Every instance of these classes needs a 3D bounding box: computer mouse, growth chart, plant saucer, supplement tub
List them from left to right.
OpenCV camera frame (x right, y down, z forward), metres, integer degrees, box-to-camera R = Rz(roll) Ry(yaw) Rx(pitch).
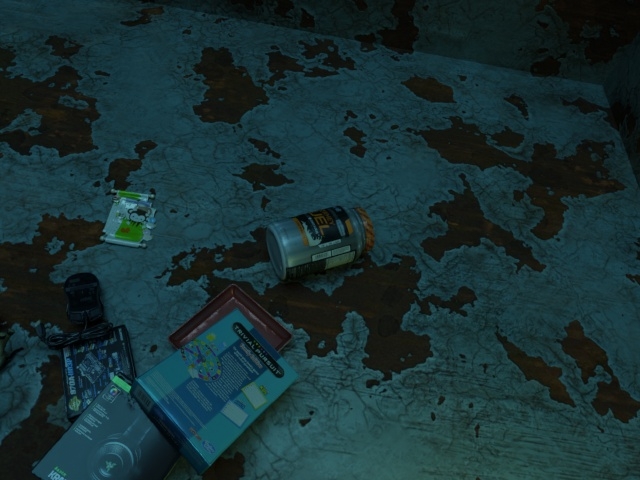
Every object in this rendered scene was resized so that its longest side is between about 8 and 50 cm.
[{"bbox_3d":[-0.701,0.205,1.377,0.184,0.060,0.262,-15,46,-27],"label":"computer mouse"},{"bbox_3d":[-0.636,-0.075,1.640,0.172,0.021,0.237,3,54,-8],"label":"growth chart"},{"bbox_3d":[-0.256,0.287,1.410,0.258,0.048,0.259,37,58,18],"label":"plant saucer"},{"bbox_3d":[0.000,0.000,1.568,0.316,0.193,0.193,-15,57,-19],"label":"supplement tub"}]

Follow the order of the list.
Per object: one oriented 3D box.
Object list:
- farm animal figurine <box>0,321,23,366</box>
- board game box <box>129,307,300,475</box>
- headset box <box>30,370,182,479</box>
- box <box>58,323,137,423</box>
[{"bbox_3d":[-1.002,0.248,1.235,0.330,0.327,0.172,29,97,15],"label":"farm animal figurine"},{"bbox_3d":[-0.249,0.355,1.215,0.254,0.079,0.336,45,40,10],"label":"board game box"},{"bbox_3d":[-0.460,0.487,1.146,0.246,0.131,0.283,37,55,0],"label":"headset box"},{"bbox_3d":[-0.591,0.350,1.311,0.175,0.051,0.220,-15,57,-18],"label":"box"}]
